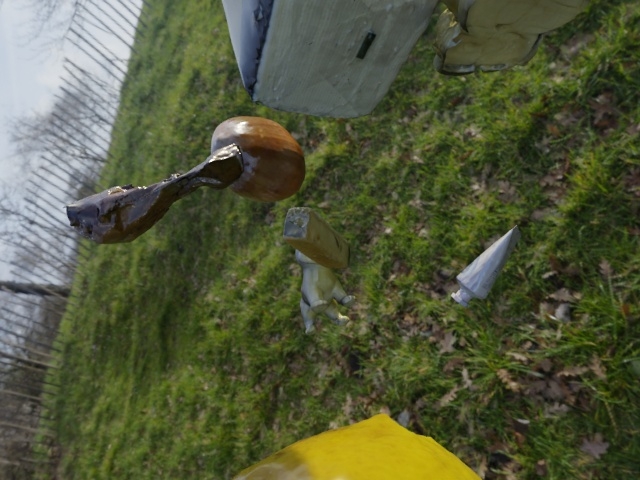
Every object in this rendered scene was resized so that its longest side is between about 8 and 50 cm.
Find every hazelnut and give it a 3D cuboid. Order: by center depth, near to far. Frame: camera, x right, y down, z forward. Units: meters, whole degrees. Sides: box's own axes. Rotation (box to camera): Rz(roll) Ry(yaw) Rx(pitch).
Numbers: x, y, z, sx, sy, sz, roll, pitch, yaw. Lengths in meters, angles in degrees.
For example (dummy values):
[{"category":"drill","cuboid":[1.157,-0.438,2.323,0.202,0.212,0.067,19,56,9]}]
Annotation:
[{"category":"hazelnut","cuboid":[-0.139,-0.177,0.991,0.176,0.215,0.214,-62,21,3]}]

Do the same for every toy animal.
[{"category":"toy animal","cuboid":[0.004,0.102,1.044,0.168,0.121,0.233,-123,27,-43]}]

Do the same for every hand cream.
[{"category":"hand cream","cuboid":[0.254,0.040,0.703,0.053,0.084,0.142,39,97,28]}]

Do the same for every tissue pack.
[{"category":"tissue pack","cuboid":[-0.019,-0.439,0.740,0.264,0.254,0.416,123,140,-48]}]

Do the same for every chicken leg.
[{"category":"chicken leg","cuboid":[-0.252,-0.069,0.721,0.305,0.093,0.113,-21,3,12]}]

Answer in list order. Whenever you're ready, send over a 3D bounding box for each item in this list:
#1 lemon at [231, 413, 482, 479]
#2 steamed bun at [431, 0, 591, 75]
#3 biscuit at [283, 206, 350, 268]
[{"category":"lemon","cuboid":[0.022,0.245,0.303,0.234,0.288,0.233,-7,79,41]},{"category":"steamed bun","cuboid":[0.239,-0.310,0.594,0.177,0.193,0.106,74,-172,-75]},{"category":"biscuit","cuboid":[0.000,0.000,0.734,0.052,0.188,0.056,3,75,23]}]
